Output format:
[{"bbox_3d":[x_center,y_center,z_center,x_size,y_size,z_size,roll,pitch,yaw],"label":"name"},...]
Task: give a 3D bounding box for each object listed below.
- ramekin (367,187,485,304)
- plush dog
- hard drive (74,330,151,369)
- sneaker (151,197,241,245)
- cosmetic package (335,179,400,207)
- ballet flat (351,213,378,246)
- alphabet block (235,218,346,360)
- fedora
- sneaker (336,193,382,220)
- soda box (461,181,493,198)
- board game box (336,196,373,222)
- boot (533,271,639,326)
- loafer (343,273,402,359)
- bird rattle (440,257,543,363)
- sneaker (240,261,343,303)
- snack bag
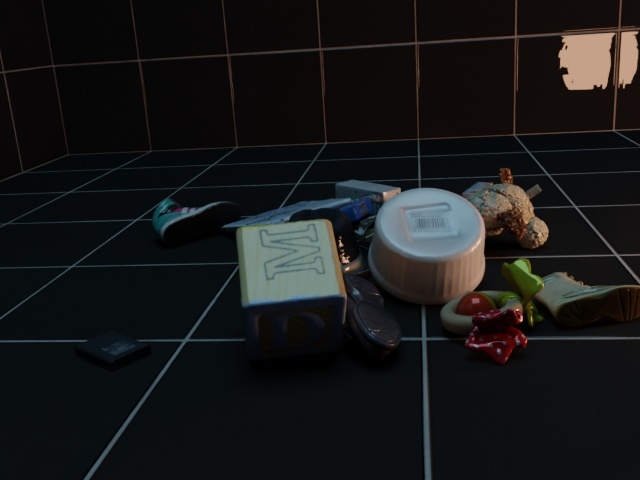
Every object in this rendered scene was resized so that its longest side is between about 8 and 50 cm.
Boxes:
[{"bbox_3d":[0.249,0.003,1.641,0.277,0.135,0.277,-2,45,2],"label":"ramekin"},{"bbox_3d":[0.469,-0.082,1.908,0.262,0.211,0.225,8,14,32],"label":"plush dog"},{"bbox_3d":[-0.426,0.223,1.448,0.135,0.022,0.094,11,22,40],"label":"hard drive"},{"bbox_3d":[-0.417,-0.075,2.273,0.295,0.124,0.178,-19,32,-38],"label":"sneaker"},{"bbox_3d":[0.155,-0.124,2.302,0.085,0.117,0.231,-17,20,-35],"label":"cosmetic package"},{"bbox_3d":[0.196,-0.040,2.080,0.280,0.095,0.096,-26,36,-28],"label":"ballet flat"},{"bbox_3d":[-0.061,0.096,1.381,0.193,0.192,0.197,-4,49,-7],"label":"alphabet block"},{"bbox_3d":[0.000,0.000,1.864,0.334,0.153,0.334,-3,17,1],"label":"fedora"},{"bbox_3d":[0.106,-0.073,2.227,0.083,0.098,0.223,5,-16,-37],"label":"sneaker"},{"bbox_3d":[0.531,-0.149,2.387,0.058,0.063,0.183,5,18,29],"label":"soda box"},{"bbox_3d":[0.036,-0.062,2.102,0.210,0.047,0.160,-19,5,26],"label":"board game box"},{"bbox_3d":[0.566,0.115,1.494,0.213,0.077,0.165,-9,15,-7],"label":"boot"},{"bbox_3d":[0.088,0.170,1.439,0.109,0.095,0.302,24,16,-15],"label":"loafer"},{"bbox_3d":[0.339,0.155,1.416,0.207,0.143,0.253,-4,26,43],"label":"bird rattle"},{"bbox_3d":[-0.038,0.118,1.578,0.256,0.094,0.151,-21,16,-20],"label":"sneaker"},{"bbox_3d":[-0.102,-0.075,2.187,0.323,0.037,0.342,-18,9,-28],"label":"snack bag"}]
